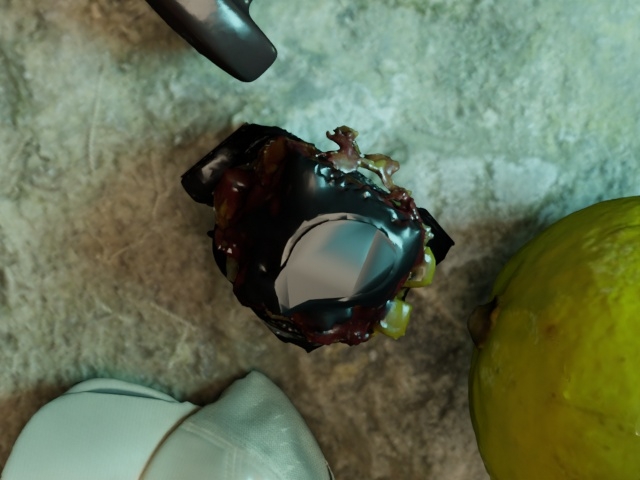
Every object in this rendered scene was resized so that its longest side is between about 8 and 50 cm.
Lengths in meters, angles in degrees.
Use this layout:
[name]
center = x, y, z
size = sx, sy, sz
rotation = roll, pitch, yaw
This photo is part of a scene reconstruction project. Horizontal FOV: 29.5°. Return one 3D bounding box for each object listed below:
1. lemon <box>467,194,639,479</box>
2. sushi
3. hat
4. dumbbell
[lemon]
center = 0.252, 0.108, 0.860
size = 0.297, 0.297, 0.297
rotation = -2, 104, -9
[sushi]
center = 0.000, 0.000, 0.856
size = 0.153, 0.150, 0.172
rotation = -40, 106, 2
[hat]
center = -0.116, 0.210, 0.884
size = 0.226, 0.164, 0.220
rotation = 3, 105, -45
[dumbbell]
center = -0.022, -0.223, 0.806
size = 0.225, 0.140, 0.124
rotation = -46, 116, 2
